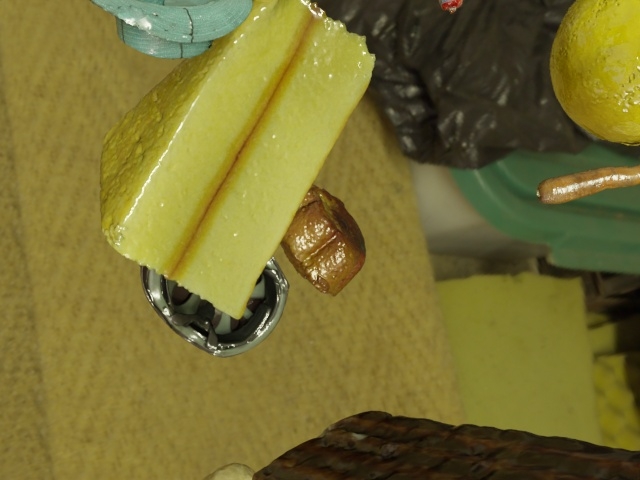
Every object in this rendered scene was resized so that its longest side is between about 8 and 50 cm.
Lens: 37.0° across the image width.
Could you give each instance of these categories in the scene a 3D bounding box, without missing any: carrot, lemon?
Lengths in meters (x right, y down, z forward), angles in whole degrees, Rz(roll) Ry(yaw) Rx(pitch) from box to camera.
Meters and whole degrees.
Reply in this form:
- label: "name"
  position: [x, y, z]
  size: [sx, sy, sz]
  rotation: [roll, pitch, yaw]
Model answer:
- label: "carrot"
  position: [0.354, -0.076, 1.218]
  size: [0.165, 0.036, 0.036]
  rotation: [-13, 77, 1]
- label: "lemon"
  position: [0.326, -0.185, 0.995]
  size: [0.173, 0.206, 0.174]
  rotation: [1, 64, -2]

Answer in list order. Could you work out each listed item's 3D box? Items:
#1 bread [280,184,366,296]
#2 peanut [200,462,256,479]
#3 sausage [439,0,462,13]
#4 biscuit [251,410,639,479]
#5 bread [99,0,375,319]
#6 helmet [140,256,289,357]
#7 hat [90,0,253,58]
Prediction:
- label: "bread"
  position: [-0.008, -0.006, 1.926]
  size: [0.232, 0.135, 0.247]
  rotation: [48, 17, -16]
- label: "peanut"
  position: [-0.140, 0.370, 1.161]
  size: [0.098, 0.090, 0.214]
  rotation: [15, 57, 11]
- label: "sausage"
  position: [0.164, -0.359, 1.259]
  size: [0.034, 0.034, 0.130]
  rotation: [1, 77, -37]
- label: "biscuit"
  position: [0.103, 0.126, 0.288]
  size: [0.073, 0.388, 0.107]
  rotation: [-23, 98, -30]
- label: "bread"
  position: [-0.090, -0.131, 1.239]
  size: [0.233, 0.361, 0.245]
  rotation: [33, 25, -34]
- label: "helmet"
  position: [-0.208, 0.060, 1.758]
  size: [0.225, 0.177, 0.305]
  rotation: [-41, 113, -6]
- label: "hat"
  position: [-0.169, -0.237, 1.043]
  size: [0.190, 0.138, 0.078]
  rotation: [-5, 116, -25]
